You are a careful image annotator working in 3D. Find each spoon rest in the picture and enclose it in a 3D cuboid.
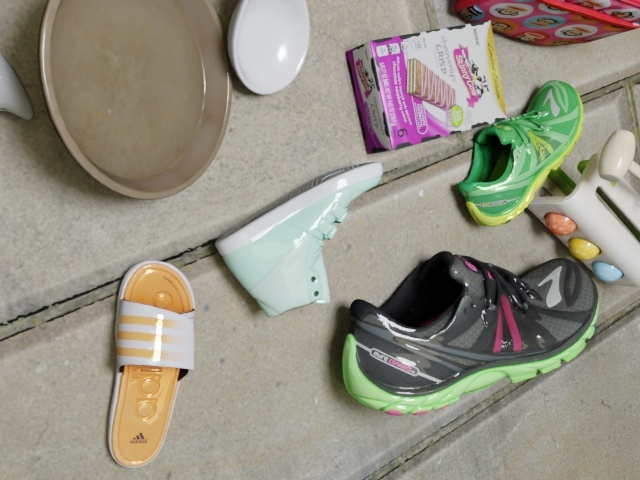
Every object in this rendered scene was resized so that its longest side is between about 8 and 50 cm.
[{"bbox_3d":[-0.073,-0.313,0.751,0.137,0.084,0.276,-38,134,-32],"label":"spoon rest"}]

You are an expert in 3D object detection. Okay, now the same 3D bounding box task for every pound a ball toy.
[{"bbox_3d":[0.492,-0.036,1.050,0.319,0.208,0.135,37,76,-26],"label":"pound a ball toy"}]

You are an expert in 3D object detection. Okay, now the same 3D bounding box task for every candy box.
[{"bbox_3d":[0.168,-0.236,0.935,0.233,0.071,0.159,-19,102,-27],"label":"candy box"}]

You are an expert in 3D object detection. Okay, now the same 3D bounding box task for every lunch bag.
[{"bbox_3d":[0.381,-0.393,0.934,0.293,0.258,0.120,2,93,-28],"label":"lunch bag"}]

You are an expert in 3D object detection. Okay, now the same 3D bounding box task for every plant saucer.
[{"bbox_3d":[-0.201,-0.185,0.692,0.278,0.041,0.278,-20,113,-57],"label":"plant saucer"}]

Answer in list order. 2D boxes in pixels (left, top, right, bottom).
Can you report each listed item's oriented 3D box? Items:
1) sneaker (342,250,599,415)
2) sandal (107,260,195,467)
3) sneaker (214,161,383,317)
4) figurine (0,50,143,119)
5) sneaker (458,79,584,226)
[{"bbox_3d":[0.251,0.106,0.944,0.483,0.185,0.202,-16,105,-28],"label":"sneaker"},{"bbox_3d":[-0.203,0.160,0.760,0.102,0.076,0.265,6,91,-29],"label":"sandal"},{"bbox_3d":[-0.001,0.000,0.847,0.256,0.094,0.151,-32,102,-13],"label":"sneaker"},{"bbox_3d":[-0.312,-0.241,0.669,0.215,0.092,0.209,-18,106,-25],"label":"figurine"},{"bbox_3d":[0.333,-0.161,1.010,0.123,0.109,0.295,43,74,-28],"label":"sneaker"}]
